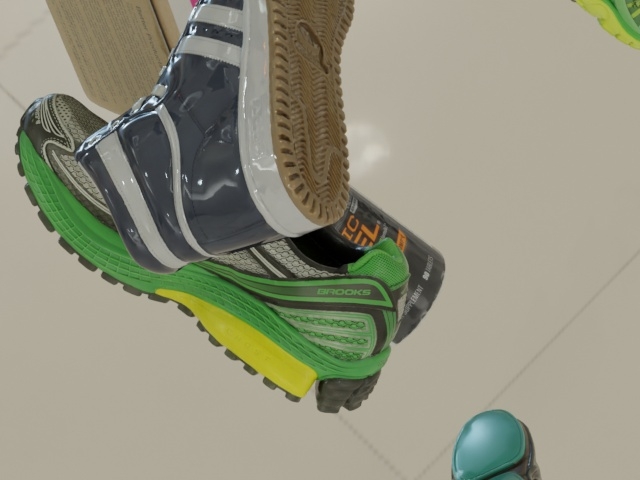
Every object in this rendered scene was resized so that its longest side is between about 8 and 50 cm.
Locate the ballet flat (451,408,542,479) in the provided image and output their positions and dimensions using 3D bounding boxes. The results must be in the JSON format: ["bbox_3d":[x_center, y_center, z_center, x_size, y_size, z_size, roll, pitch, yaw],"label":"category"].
[{"bbox_3d":[0.189,0.267,1.685,0.095,0.280,0.096,-21,104,7],"label":"ballet flat"}]

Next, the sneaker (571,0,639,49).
[{"bbox_3d":[0.341,-0.295,1.793,0.123,0.295,0.109,-35,64,22],"label":"sneaker"}]

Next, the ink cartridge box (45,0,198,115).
[{"bbox_3d":[-0.147,-0.206,1.327,0.088,0.235,0.193,-37,38,-25],"label":"ink cartridge box"}]

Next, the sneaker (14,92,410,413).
[{"bbox_3d":[-0.079,-0.021,1.254,0.343,0.134,0.146,31,111,11],"label":"sneaker"}]

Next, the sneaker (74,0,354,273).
[{"bbox_3d":[-0.065,-0.105,1.025,0.153,0.099,0.282,-23,47,28],"label":"sneaker"}]

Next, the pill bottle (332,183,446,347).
[{"bbox_3d":[0.000,0.000,1.693,0.245,0.130,0.130,35,75,-20],"label":"pill bottle"}]
